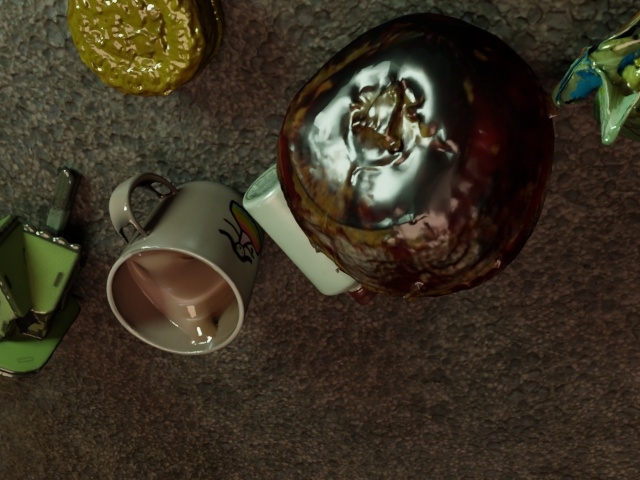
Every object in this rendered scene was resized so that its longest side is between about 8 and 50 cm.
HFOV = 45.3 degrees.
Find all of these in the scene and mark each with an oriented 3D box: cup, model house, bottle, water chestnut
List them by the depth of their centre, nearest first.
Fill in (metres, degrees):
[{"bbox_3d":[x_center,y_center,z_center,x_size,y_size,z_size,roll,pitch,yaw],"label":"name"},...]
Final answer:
[{"bbox_3d":[0.128,-0.097,0.931,0.350,0.302,0.351,0,91,32],"label":"water chestnut"},{"bbox_3d":[-0.199,0.006,1.101,0.191,0.200,0.253,-24,119,24],"label":"cup"},{"bbox_3d":[0.000,0.000,1.121,0.104,0.104,0.245,-30,115,27],"label":"bottle"},{"bbox_3d":[-0.458,0.027,1.164,0.204,0.218,0.279,24,121,-8],"label":"model house"}]

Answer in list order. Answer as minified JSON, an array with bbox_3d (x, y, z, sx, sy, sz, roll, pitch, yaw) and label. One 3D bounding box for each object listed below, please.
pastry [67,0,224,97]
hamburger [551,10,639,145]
[{"bbox_3d":[-0.218,-0.278,0.964,0.188,0.103,0.189,5,125,7],"label":"pastry"},{"bbox_3d":[0.417,-0.153,0.848,0.260,0.151,0.276,21,164,-22],"label":"hamburger"}]
